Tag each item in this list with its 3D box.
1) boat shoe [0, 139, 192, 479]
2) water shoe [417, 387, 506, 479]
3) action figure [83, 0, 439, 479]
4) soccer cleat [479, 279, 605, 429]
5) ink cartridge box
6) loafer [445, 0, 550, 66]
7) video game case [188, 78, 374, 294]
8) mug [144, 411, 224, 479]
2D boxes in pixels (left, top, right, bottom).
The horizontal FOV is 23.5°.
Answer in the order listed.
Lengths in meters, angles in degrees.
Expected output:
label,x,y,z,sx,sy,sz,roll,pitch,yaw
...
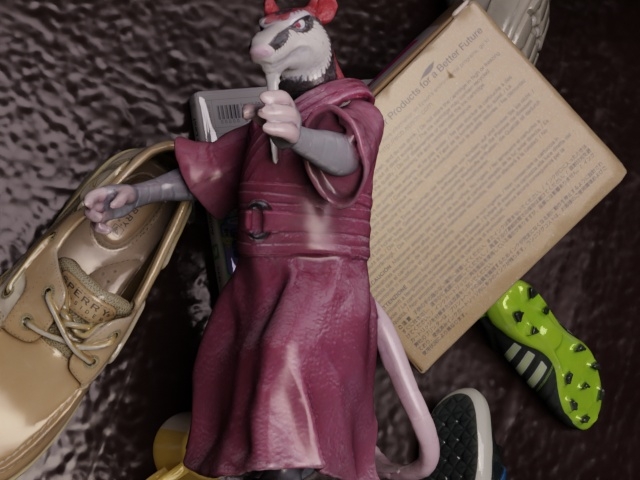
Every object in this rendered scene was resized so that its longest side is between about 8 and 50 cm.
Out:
label,x,y,z,sx,sy,sz,roll,pitch,yaw
boat shoe,-0.189,0.050,1.156,0.109,0.098,0.302,37,69,-13
water shoe,0.131,0.225,1.288,0.080,0.073,0.203,7,81,-45
action figure,0.000,0.000,1.073,0.275,0.248,0.370,6,90,-34
soccer cleat,0.187,0.095,1.331,0.060,0.072,0.179,-51,123,-23
ink cartridge box,0.093,-0.044,1.236,0.234,0.088,0.193,-43,99,-3
loafer,0.151,-0.234,1.358,0.111,0.112,0.319,14,74,17
video game case,0.004,-0.037,1.295,0.212,0.023,0.193,-7,83,-24
mug,-0.094,0.170,1.194,0.062,0.064,0.078,27,72,-17
